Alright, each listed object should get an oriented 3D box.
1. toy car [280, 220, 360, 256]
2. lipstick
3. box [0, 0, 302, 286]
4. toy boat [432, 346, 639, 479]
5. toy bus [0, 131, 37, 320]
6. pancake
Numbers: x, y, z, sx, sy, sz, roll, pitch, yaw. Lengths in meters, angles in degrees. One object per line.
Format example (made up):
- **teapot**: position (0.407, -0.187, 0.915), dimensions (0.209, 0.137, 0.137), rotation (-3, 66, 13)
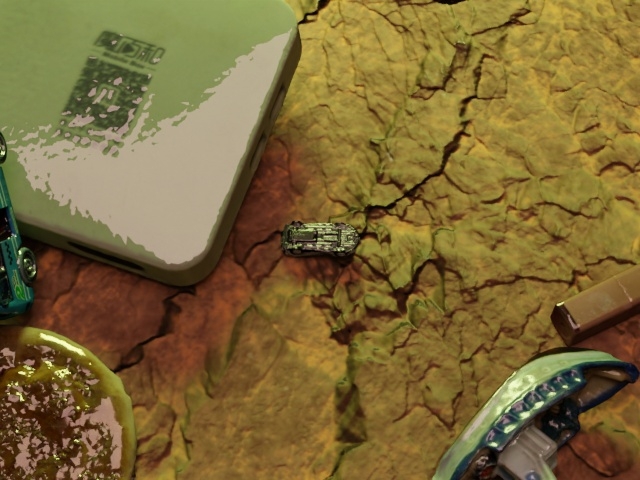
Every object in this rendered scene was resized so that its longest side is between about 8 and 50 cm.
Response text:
- **toy car**: position (0.000, 0.000, 1.512), dimensions (0.093, 0.025, 0.041), rotation (3, 63, 4)
- **lipstick**: position (0.336, 0.067, 1.474), dimensions (0.145, 0.045, 0.045), rotation (-24, 63, -13)
- **box**: position (-0.242, -0.164, 1.537), dimensions (0.367, 0.090, 0.373), rotation (19, 71, 7)
- **toy boat**: position (0.235, 0.204, 1.354), dimensions (0.115, 0.114, 0.262), rotation (34, 61, 29)
- **toy bus**: position (-0.400, -0.023, 1.395), dimensions (0.113, 0.134, 0.246), rotation (-10, 98, 14)
- **pancake**: position (-0.329, 0.210, 1.379), dimensions (0.282, 0.049, 0.282), rotation (2, 63, -4)
